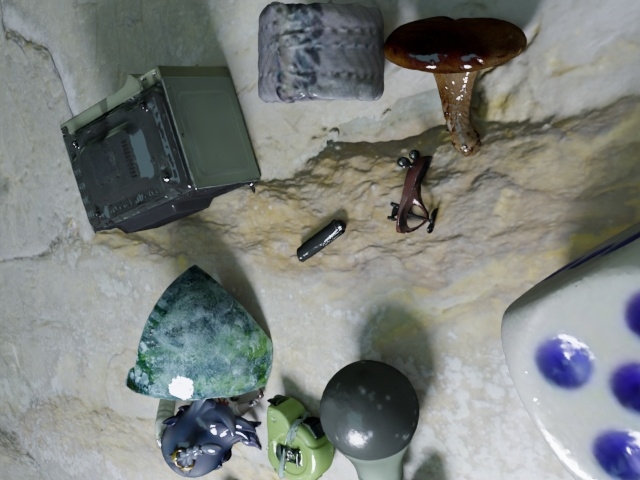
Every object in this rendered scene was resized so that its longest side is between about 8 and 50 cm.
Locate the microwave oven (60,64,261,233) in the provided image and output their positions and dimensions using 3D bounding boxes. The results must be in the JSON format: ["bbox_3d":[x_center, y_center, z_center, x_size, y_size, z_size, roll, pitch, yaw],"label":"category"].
[{"bbox_3d":[-0.348,-0.183,1.438,0.355,0.218,0.286,-16,90,38],"label":"microwave oven"}]

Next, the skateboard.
[{"bbox_3d":[0.168,-0.077,1.191,0.080,0.067,0.151,19,117,21],"label":"skateboard"}]

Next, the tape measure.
[{"bbox_3d":[-0.047,0.433,1.444,0.154,0.087,0.177,12,110,33],"label":"tape measure"}]

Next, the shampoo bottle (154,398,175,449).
[{"bbox_3d":[-0.377,0.449,1.656,0.045,0.152,0.077,4,116,-10],"label":"shampoo bottle"}]

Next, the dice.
[{"bbox_3d":[0.445,0.146,0.901,0.304,0.277,0.304,-38,80,35],"label":"dice"}]

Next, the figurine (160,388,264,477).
[{"bbox_3d":[-0.251,0.425,1.544,0.175,0.197,0.265,54,135,29],"label":"figurine"}]

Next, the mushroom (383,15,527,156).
[{"bbox_3d":[0.206,-0.239,1.093,0.227,0.148,0.217,19,127,37],"label":"mushroom"}]

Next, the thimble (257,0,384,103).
[{"bbox_3d":[-0.003,-0.308,1.139,0.217,0.245,0.157,2,103,16],"label":"thimble"}]

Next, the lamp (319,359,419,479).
[{"bbox_3d":[0.086,0.363,1.297,0.182,0.182,0.313,28,135,28],"label":"lamp"}]

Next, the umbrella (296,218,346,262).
[{"bbox_3d":[-0.001,-0.001,1.343,0.133,0.031,0.036,-36,81,35],"label":"umbrella"}]

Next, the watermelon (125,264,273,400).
[{"bbox_3d":[-0.273,0.198,1.495,0.320,0.214,0.289,-10,91,-7],"label":"watermelon"}]
